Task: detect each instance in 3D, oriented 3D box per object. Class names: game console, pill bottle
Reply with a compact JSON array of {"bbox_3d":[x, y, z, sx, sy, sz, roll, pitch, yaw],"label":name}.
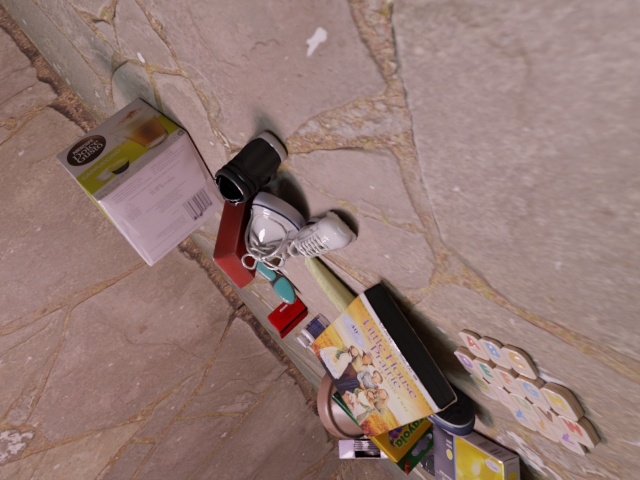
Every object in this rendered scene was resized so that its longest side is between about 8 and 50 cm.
[{"bbox_3d":[-0.125,0.291,2.095,0.124,0.144,0.085,51,162,-10],"label":"game console"},{"bbox_3d":[-0.025,0.327,1.966,0.067,0.120,0.067,43,162,17],"label":"pill bottle"}]

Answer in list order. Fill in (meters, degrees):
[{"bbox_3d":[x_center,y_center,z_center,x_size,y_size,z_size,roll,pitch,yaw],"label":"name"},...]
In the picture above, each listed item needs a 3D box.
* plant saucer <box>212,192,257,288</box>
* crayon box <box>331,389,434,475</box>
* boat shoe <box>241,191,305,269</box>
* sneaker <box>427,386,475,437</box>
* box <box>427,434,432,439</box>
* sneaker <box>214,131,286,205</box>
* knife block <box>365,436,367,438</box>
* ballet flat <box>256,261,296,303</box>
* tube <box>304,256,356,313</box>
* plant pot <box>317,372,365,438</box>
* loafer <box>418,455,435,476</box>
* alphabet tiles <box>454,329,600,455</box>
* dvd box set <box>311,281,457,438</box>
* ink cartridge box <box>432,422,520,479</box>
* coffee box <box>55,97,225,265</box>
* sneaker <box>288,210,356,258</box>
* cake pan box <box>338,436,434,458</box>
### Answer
[{"bbox_3d":[-0.201,-0.026,1.445,0.048,0.258,0.259,5,159,10],"label":"plant saucer"},{"bbox_3d":[0.214,0.514,1.643,0.318,0.202,0.081,43,163,15],"label":"crayon box"},{"bbox_3d":[-0.133,0.006,1.373,0.136,0.156,0.367,27,165,4],"label":"boat shoe"},{"bbox_3d":[0.259,0.398,1.418,0.319,0.112,0.131,35,157,41],"label":"sneaker"},{"bbox_3d":[0.376,0.625,1.771,0.186,0.038,0.145,47,164,9],"label":"box"},{"bbox_3d":[-0.176,-0.145,1.228,0.104,0.147,0.296,48,165,-7],"label":"sneaker"},{"bbox_3d":[0.251,0.679,2.171,0.088,0.242,0.276,48,119,-2],"label":"knife block"},{"bbox_3d":[-0.158,0.144,2.017,0.213,0.072,0.068,46,-169,8],"label":"ballet flat"},{"bbox_3d":[0.033,0.126,1.486,0.240,0.070,0.062,47,-152,21],"label":"tube"},{"bbox_3d":[0.155,0.537,1.818,0.229,0.263,0.263,-13,119,52],"label":"plant pot"},{"bbox_3d":[0.371,0.818,2.138,0.267,0.096,0.084,42,174,11],"label":"loafer"},{"bbox_3d":[0.376,0.288,1.029,0.278,0.021,0.284,55,163,-20],"label":"alphabet tiles"},{"bbox_3d":[0.132,0.317,1.357,0.307,0.062,0.420,57,151,14],"label":"dvd box set"},{"bbox_3d":[0.414,0.671,1.461,0.303,0.072,0.307,-176,83,-66],"label":"ink cartridge box"},{"bbox_3d":[-0.586,-0.199,1.809,0.334,0.337,0.338,37,161,35],"label":"coffee box"},{"bbox_3d":[0.000,0.000,1.204,0.090,0.095,0.235,52,162,-7],"label":"sneaker"},{"bbox_3d":[0.230,0.721,1.898,0.246,0.070,0.267,-20,154,37],"label":"cake pan box"}]
